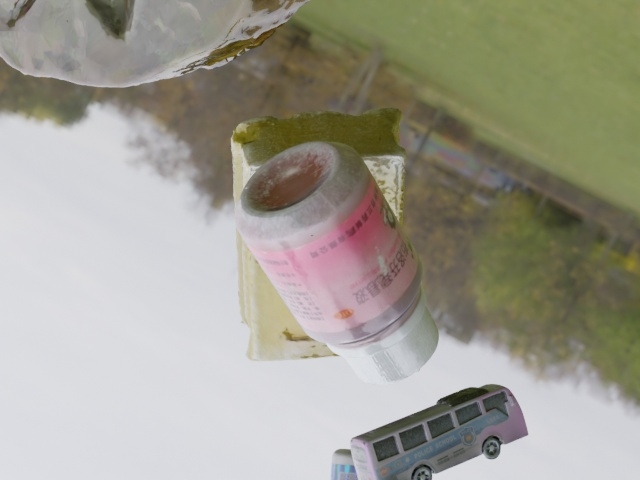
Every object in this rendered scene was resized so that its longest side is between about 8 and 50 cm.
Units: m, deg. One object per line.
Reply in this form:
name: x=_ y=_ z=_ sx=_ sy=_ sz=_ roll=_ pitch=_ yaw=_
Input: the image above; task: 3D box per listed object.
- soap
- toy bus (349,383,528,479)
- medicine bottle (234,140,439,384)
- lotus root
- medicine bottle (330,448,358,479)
soap: x=0.000 y=0.000 z=1.724 sx=0.199 sy=0.315 sz=0.091 roll=-4 pitch=-139 yaw=-7
toy bus: x=0.086 y=0.143 z=1.074 sx=0.130 sy=0.052 sz=0.037 roll=-19 pitch=-175 yaw=-23
medicine bottle: x=0.025 y=0.028 z=1.479 sx=0.147 sy=0.147 sz=0.247 roll=35 pitch=161 yaw=55
lotus root: x=-0.149 y=-0.305 z=1.102 sx=0.390 sy=0.375 sz=0.111 roll=53 pitch=-149 yaw=16
medicine bottle: x=0.061 y=0.358 z=1.846 sx=0.107 sy=0.191 sz=0.107 roll=4 pitch=172 yaw=1
